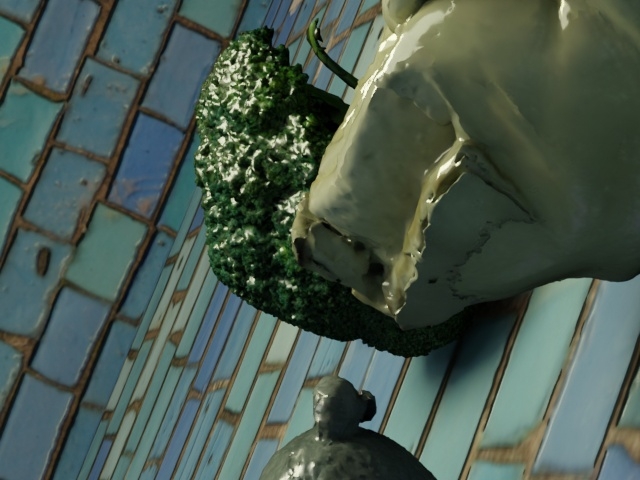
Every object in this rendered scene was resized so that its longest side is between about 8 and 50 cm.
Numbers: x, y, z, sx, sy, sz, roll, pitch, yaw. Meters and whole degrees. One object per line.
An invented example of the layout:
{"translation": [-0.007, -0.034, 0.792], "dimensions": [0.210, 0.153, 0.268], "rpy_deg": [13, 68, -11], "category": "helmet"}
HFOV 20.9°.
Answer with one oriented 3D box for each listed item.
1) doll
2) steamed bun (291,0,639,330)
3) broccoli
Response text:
{"translation": [0.039, 0.271, 1.071], "dimensions": [0.246, 0.158, 0.340], "rpy_deg": [80, -176, -52], "category": "doll"}
{"translation": [0.158, -0.115, 1.008], "dimensions": [0.346, 0.237, 0.394], "rpy_deg": [36, -103, -85], "category": "steamed bun"}
{"translation": [0.034, -0.063, 1.371], "dimensions": [0.297, 0.297, 0.297], "rpy_deg": [-42, 11, -6], "category": "broccoli"}
